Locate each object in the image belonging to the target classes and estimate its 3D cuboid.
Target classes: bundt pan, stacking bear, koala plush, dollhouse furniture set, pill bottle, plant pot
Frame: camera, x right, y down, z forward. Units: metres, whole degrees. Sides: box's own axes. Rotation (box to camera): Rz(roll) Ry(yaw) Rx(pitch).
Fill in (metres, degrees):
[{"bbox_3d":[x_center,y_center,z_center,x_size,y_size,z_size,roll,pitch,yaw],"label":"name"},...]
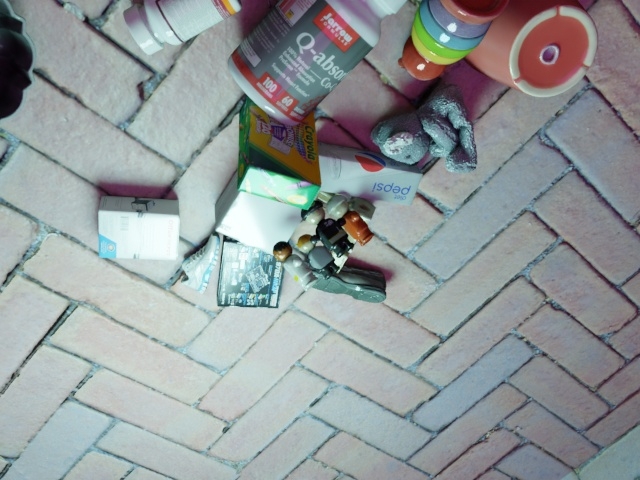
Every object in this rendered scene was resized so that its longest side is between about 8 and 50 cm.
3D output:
[{"bbox_3d":[-0.742,-0.367,1.308,0.330,0.124,0.331,-22,128,-30],"label":"bundt pan"},{"bbox_3d":[0.266,-0.456,1.442,0.175,0.164,0.289,4,160,-15],"label":"stacking bear"},{"bbox_3d":[0.236,-0.259,1.599,0.221,0.196,0.203,-13,113,-2],"label":"koala plush"},{"bbox_3d":[0.030,-0.043,1.769,0.161,0.101,0.182,31,116,0],"label":"dollhouse furniture set"},{"bbox_3d":[-0.006,-0.435,1.406,0.210,0.210,0.363,36,110,-29],"label":"pill bottle"},{"bbox_3d":[0.460,-0.450,1.471,0.274,0.243,0.275,-5,125,-7],"label":"plant pot"},{"bbox_3d":[-0.284,-0.479,1.375,0.221,0.121,0.121,-26,124,8],"label":"pill bottle"}]

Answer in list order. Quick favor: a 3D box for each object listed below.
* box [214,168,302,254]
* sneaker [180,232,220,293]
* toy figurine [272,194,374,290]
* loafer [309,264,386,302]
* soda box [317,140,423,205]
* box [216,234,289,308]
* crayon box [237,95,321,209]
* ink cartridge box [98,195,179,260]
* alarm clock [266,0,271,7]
[{"bbox_3d":[-0.146,-0.086,1.666,0.181,0.119,0.182,24,116,-25],"label":"box"},{"bbox_3d":[-0.319,0.057,1.759,0.082,0.071,0.191,17,118,-15],"label":"sneaker"},{"bbox_3d":[0.000,0.000,1.621,0.148,0.213,0.209,49,118,9],"label":"toy figurine"},{"bbox_3d":[0.062,0.103,1.873,0.267,0.084,0.096,18,149,-18],"label":"loafer"},{"bbox_3d":[0.103,-0.169,1.678,0.286,0.091,0.098,9,121,-17],"label":"soda box"},{"bbox_3d":[-0.186,0.084,1.812,0.175,0.051,0.220,3,122,-13],"label":"box"},{"bbox_3d":[-0.095,-0.206,1.496,0.165,0.278,0.081,15,132,-20],"label":"crayon box"},{"bbox_3d":[-0.451,-0.030,1.665,0.190,0.082,0.140,2,123,-14],"label":"ink cartridge box"},{"bbox_3d":[-0.143,-0.580,1.357,0.192,0.064,0.129,39,87,-28],"label":"alarm clock"}]
